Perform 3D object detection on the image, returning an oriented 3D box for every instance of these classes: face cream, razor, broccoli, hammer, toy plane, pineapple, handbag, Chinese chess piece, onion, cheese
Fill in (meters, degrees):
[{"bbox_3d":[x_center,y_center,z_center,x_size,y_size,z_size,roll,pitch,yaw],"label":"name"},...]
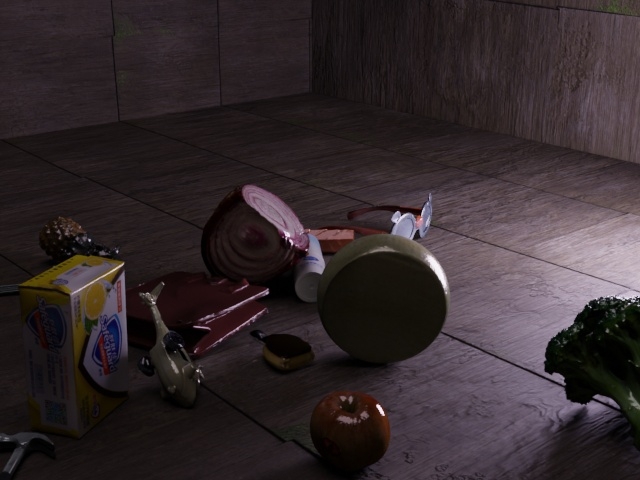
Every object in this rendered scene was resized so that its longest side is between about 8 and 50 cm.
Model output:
[{"bbox_3d":[-0.028,0.059,2.212,0.077,0.077,0.250,-2,20,-5],"label":"face cream"},{"bbox_3d":[-0.674,0.105,2.144,0.191,0.037,0.068,-8,62,-11],"label":"razor"},{"bbox_3d":[0.519,0.226,1.592,0.254,0.269,0.269,-39,-3,32],"label":"broccoli"},{"bbox_3d":[-0.468,0.359,1.431,0.103,0.029,0.246,0,21,1],"label":"hammer"},{"bbox_3d":[-0.278,0.187,1.753,0.108,0.092,0.286,24,26,-49],"label":"toy plane"},{"bbox_3d":[-0.562,0.023,2.286,0.237,0.111,0.119,26,63,35],"label":"pineapple"},{"bbox_3d":[-0.279,0.142,1.981,0.260,0.084,0.275,9,21,32],"label":"handbag"},{"bbox_3d":[0.118,0.108,1.811,0.250,0.250,0.101,0,22,0],"label":"Chinese chess piece"},{"bbox_3d":[-0.161,-0.004,2.166,0.207,0.216,0.206,-41,12,13],"label":"onion"},{"bbox_3d":[-0.087,0.204,1.859,0.086,0.036,0.162,-16,25,-32],"label":"cheese"}]

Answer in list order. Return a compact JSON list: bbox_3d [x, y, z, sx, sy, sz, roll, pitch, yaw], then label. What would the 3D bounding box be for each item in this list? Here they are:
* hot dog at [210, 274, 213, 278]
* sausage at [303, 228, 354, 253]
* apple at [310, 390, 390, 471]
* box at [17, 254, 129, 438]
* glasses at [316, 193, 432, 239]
[{"bbox_3d":[-0.228,0.089,2.197,0.049,0.037,0.122,12,25,-1],"label":"hot dog"},{"bbox_3d":[0.000,0.000,2.403,0.169,0.065,0.065,0,19,3],"label":"sausage"},{"bbox_3d":[0.047,0.296,1.501,0.126,0.102,0.126,-3,24,1],"label":"apple"},{"bbox_3d":[-0.405,0.173,1.607,0.097,0.265,0.168,9,19,19],"label":"box"},{"bbox_3d":[0.142,-0.063,2.508,0.268,0.118,0.234,11,24,29],"label":"glasses"}]
